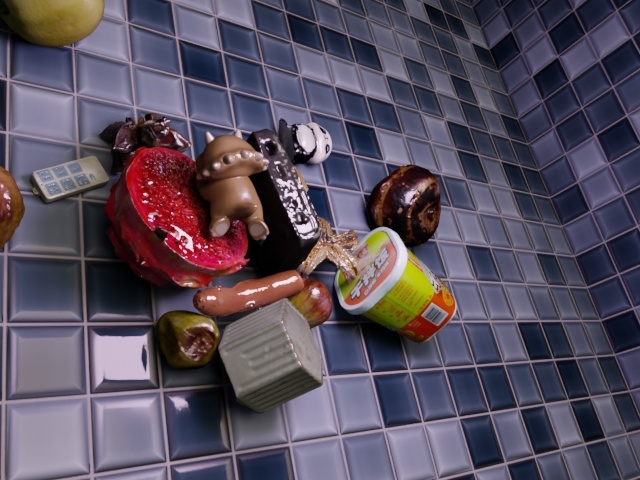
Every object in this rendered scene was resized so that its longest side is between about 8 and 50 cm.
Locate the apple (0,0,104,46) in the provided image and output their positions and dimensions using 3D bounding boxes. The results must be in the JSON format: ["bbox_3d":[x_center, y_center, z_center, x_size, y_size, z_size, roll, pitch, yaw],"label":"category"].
[{"bbox_3d":[-0.728,-0.662,1.522,0.292,0.292,0.254,48,68,-5],"label":"apple"}]

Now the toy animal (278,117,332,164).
[{"bbox_3d":[-0.044,-0.340,1.972,0.179,0.138,0.166,-3,83,-35],"label":"toy animal"}]

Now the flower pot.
[{"bbox_3d":[-0.120,0.286,1.440,0.239,0.189,0.209,65,10,13],"label":"flower pot"}]

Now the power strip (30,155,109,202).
[{"bbox_3d":[-0.633,-0.156,1.461,0.192,0.035,0.081,-29,84,-44],"label":"power strip"}]

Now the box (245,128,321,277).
[{"bbox_3d":[-0.145,-0.085,1.587,0.091,0.350,0.359,-16,74,-29],"label":"box"}]

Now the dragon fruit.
[{"bbox_3d":[-0.376,-0.032,1.450,0.386,0.249,0.371,50,29,-7],"label":"dragon fruit"}]

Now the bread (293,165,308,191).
[{"bbox_3d":[-0.122,-0.190,1.777,0.136,0.107,0.241,42,10,-23],"label":"bread"}]

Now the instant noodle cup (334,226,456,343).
[{"bbox_3d":[0.247,0.159,1.814,0.308,0.294,0.294,36,47,-27],"label":"instant noodle cup"}]

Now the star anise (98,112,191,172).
[{"bbox_3d":[-0.484,-0.275,1.547,0.212,0.129,0.282,-31,40,-24],"label":"star anise"}]

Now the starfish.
[{"bbox_3d":[-0.004,0.000,1.752,0.312,0.113,0.303,20,33,-30],"label":"starfish"}]

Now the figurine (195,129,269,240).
[{"bbox_3d":[-0.208,-0.149,1.385,0.177,0.173,0.247,4,51,-25],"label":"figurine"}]

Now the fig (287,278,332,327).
[{"bbox_3d":[-0.083,0.192,1.633,0.230,0.160,0.143,-16,78,-12],"label":"fig"}]

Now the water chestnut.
[{"bbox_3d":[0.289,-0.126,2.051,0.300,0.300,0.300,20,53,-29],"label":"water chestnut"}]

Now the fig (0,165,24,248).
[{"bbox_3d":[-0.770,0.008,1.157,0.286,0.286,0.369,10,89,-34],"label":"fig"}]

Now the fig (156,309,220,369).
[{"bbox_3d":[-0.328,0.239,1.407,0.165,0.154,0.144,35,55,26],"label":"fig"}]

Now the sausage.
[{"bbox_3d":[-0.184,0.138,1.478,0.326,0.087,0.079,-11,48,-40],"label":"sausage"}]
